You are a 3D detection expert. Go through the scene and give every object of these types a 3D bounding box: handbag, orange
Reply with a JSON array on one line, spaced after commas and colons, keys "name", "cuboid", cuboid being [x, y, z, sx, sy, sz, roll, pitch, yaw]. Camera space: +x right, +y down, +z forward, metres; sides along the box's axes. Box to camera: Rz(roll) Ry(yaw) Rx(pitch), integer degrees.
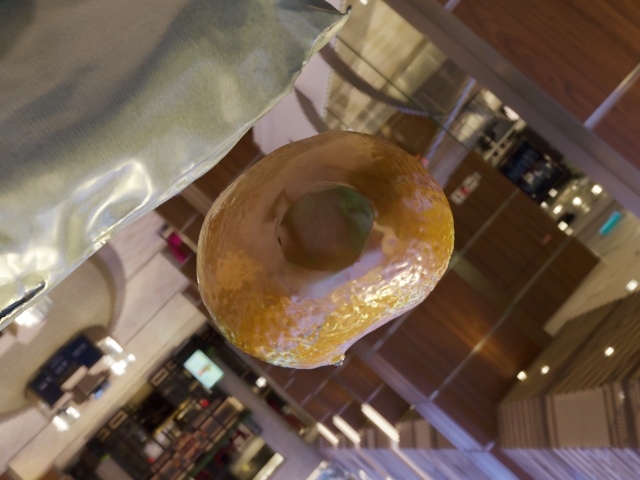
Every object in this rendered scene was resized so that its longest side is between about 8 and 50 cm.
[{"name": "handbag", "cuboid": [-0.181, -0.097, 0.403, 0.253, 0.316, 0.109, -51, 160, -38]}, {"name": "orange", "cuboid": [0.000, -0.005, 1.035, 0.335, 0.262, 0.196, -28, 154, 0]}]
